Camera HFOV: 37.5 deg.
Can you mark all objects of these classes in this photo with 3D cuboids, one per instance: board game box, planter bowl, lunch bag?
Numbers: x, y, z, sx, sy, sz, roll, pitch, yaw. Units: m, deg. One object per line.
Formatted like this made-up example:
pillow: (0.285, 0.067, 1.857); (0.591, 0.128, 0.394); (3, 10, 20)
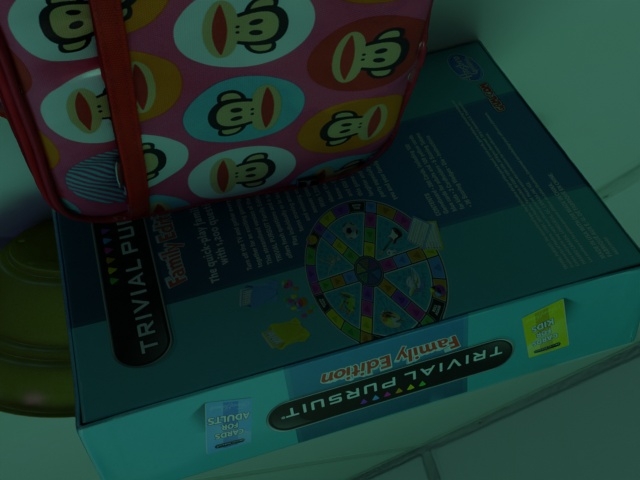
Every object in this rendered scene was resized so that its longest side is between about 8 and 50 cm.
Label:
board game box: (0.000, 0.000, 0.632); (0.336, 0.254, 0.079); (-15, 135, -7)
planter bowl: (-0.191, 0.040, 0.747); (0.217, 0.217, 0.090); (-10, 119, -20)
lunch bag: (-0.076, -0.122, 0.489); (0.258, 0.120, 0.293); (-10, 156, -10)
